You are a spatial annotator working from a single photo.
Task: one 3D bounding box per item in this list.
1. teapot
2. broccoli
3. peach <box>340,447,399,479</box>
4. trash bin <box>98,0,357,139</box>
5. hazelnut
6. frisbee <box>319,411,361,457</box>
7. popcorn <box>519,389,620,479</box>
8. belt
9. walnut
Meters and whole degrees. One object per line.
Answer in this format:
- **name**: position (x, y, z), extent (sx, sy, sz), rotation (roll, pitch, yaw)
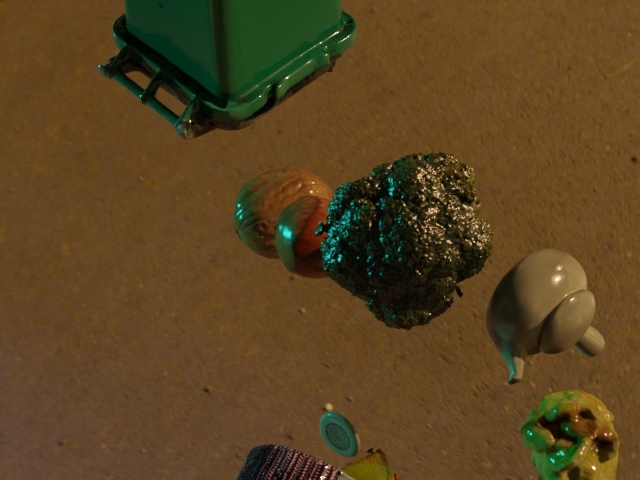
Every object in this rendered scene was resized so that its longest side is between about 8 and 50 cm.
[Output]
- **teapot**: position (0.432, 0.123, 1.454), extent (0.149, 0.318, 0.220), rotation (42, 124, 34)
- **broccoli**: position (0.163, -0.004, 1.470), extent (0.321, 0.283, 0.304), rotation (-26, 98, 11)
- **peach**: position (0.052, 0.577, 1.678), extent (0.267, 0.159, 0.154), rotation (-19, 23, -16)
- **trash bin**: position (-0.126, -0.348, 0.956), extent (0.259, 0.381, 0.295), rotation (38, 61, 25)
- **hazelnut**: position (0.000, 0.000, 1.727), extent (0.214, 0.214, 0.176), rotation (33, 111, 29)
- **frisbee**: position (0.041, 0.418, 1.716), extent (0.110, 0.110, 0.014), rotation (31, 41, 29)
- **popcorn**: position (0.516, 0.427, 1.629), extent (0.194, 0.255, 0.256), rotation (-6, 58, 28)
- **belt**: position (0.007, 0.410, 1.153), extent (0.260, 0.325, 0.122), rotation (-4, 45, 40)
- **walnut**: position (-0.090, -0.070, 1.980), extent (0.260, 0.225, 0.225), rotation (-22, 61, -6)
